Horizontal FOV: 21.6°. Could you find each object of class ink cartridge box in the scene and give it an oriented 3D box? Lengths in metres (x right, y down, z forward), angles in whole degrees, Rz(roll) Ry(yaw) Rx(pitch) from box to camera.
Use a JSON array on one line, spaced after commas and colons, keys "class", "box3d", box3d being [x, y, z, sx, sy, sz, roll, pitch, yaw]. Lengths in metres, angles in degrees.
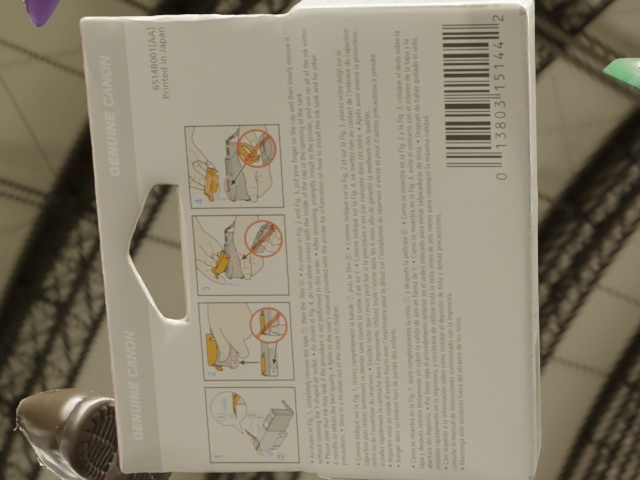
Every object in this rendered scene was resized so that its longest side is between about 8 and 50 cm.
[{"class": "ink cartridge box", "box3d": [0.000, 0.000, 1.018, 0.261, 0.066, 0.296, 1, -73, 11]}]

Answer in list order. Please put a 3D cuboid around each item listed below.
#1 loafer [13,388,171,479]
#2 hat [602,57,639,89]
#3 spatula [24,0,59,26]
[{"class": "loafer", "box3d": [-0.171, 0.158, 1.291, 0.080, 0.078, 0.220, -61, -20, -19]}, {"class": "hat", "box3d": [0.250, -0.003, 1.022, 0.209, 0.173, 0.183, 2, -72, -32]}, {"class": "spatula", "box3d": [-0.123, -0.161, 0.523, 0.296, 0.030, 0.084, 53, -132, -64]}]
